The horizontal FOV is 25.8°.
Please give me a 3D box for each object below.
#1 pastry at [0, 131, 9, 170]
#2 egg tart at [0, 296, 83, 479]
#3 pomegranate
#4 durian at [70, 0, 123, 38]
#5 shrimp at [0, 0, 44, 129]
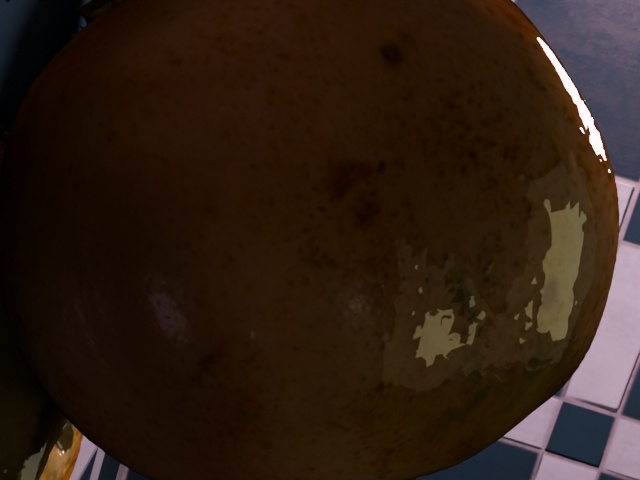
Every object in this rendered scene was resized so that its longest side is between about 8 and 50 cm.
[{"bbox_3d":[-0.221,-0.047,1.044,0.169,0.063,0.087,-87,-172,-75],"label":"pastry"},{"bbox_3d":[-0.250,0.163,0.996,0.341,0.129,0.341,18,90,-89],"label":"egg tart"},{"bbox_3d":[0.000,0.000,0.920,0.416,0.417,0.416,-163,-90,-89],"label":"pomegranate"},{"bbox_3d":[-0.120,-0.142,1.168,0.200,0.176,0.237,175,-78,-67],"label":"durian"},{"bbox_3d":[-0.185,-0.122,0.766,0.445,0.085,0.272,-72,-175,-65],"label":"shrimp"}]
